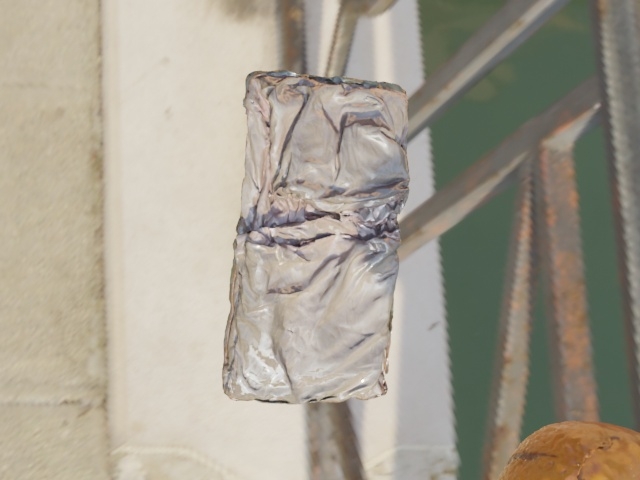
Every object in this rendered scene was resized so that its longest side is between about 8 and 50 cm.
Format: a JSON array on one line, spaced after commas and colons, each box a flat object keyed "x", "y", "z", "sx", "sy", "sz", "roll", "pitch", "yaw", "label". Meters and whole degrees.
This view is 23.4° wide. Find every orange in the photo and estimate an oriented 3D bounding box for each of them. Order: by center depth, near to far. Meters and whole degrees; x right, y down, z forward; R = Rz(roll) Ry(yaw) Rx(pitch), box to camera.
[{"x": 0.236, "y": 0.249, "z": 1.338, "sx": 0.193, "sy": 0.161, "sz": 0.193, "roll": 9, "pitch": 71, "yaw": -30, "label": "orange"}]

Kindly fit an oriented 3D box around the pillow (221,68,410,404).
[{"x": 0.000, "y": 0.000, "z": 1.153, "sx": 0.135, "sy": 0.049, "sz": 0.248, "roll": 5, "pitch": 93, "yaw": -20, "label": "pillow"}]
